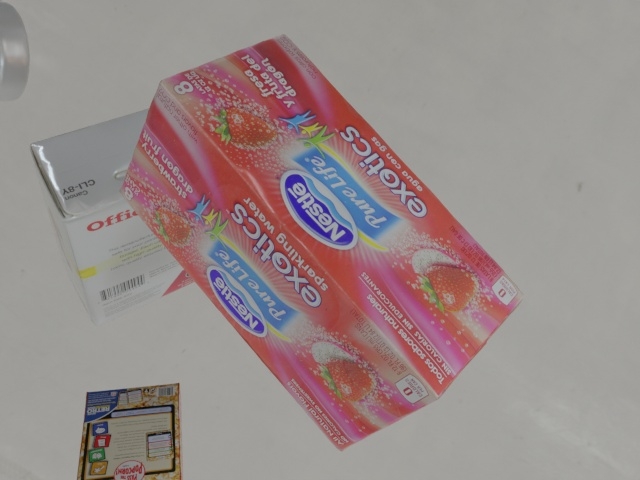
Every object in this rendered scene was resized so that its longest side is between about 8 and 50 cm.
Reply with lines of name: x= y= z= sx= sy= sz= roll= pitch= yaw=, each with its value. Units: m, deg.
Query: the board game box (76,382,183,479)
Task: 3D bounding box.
board game box: x=-0.283 y=0.306 z=1.001 sx=0.147 sy=0.045 sz=0.193 roll=-4 pitch=36 yaw=-10

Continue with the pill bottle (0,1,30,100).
pill bottle: x=-0.742 y=-0.339 z=1.160 sx=0.392 sy=0.224 sz=0.224 roll=-12 pitch=81 yaw=-46

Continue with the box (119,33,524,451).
box: x=-0.008 y=0.001 z=0.553 sx=0.300 sy=0.154 sz=0.142 roll=49 pitch=50 yaw=6

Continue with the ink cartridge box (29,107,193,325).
ink cartridge box: x=-0.322 y=-0.042 z=1.183 sx=0.279 sy=0.384 sz=0.160 roll=-24 pitch=67 yaw=-24
